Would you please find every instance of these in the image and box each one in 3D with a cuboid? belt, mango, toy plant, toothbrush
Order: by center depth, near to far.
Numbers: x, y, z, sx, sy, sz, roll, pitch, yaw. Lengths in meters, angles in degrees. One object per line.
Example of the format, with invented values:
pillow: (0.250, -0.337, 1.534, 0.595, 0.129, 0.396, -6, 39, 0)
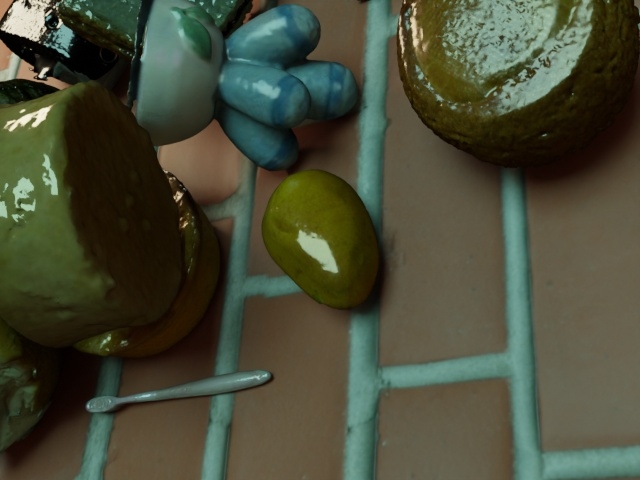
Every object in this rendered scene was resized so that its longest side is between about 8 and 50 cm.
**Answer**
mango: (0.000, 0.000, 1.110, 0.147, 0.109, 0.227, -16, 54, -6)
toothbrush: (-0.204, 0.215, 1.169, 0.307, 0.029, 0.025, -13, 70, 21)
toy plant: (-0.109, -0.233, 1.217, 0.332, 0.247, 0.247, 8, 64, -8)
belt: (-0.480, -0.363, 1.534, 0.289, 0.184, 0.164, 23, 77, 38)

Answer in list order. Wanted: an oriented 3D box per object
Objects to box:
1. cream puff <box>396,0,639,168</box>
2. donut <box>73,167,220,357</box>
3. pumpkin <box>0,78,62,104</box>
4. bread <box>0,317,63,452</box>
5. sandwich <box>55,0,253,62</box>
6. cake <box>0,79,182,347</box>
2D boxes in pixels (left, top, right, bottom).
cream puff: (0.247, -0.230, 1.025, 0.303, 0.212, 0.303, -9, 72, 28)
donut: (-0.274, 0.039, 1.250, 0.303, 0.110, 0.302, -13, 62, 26)
pumpkin: (-0.499, -0.122, 1.341, 0.320, 0.320, 0.192, -41, 72, 6)
bread: (-0.498, 0.176, 1.213, 0.225, 0.279, 0.250, -19, 48, -5)
sandwich: (-0.246, -0.441, 1.393, 0.262, 0.131, 0.325, 29, 79, -1)
cake: (-0.378, -0.016, 1.048, 0.321, 0.332, 0.332, -13, 59, 14)
